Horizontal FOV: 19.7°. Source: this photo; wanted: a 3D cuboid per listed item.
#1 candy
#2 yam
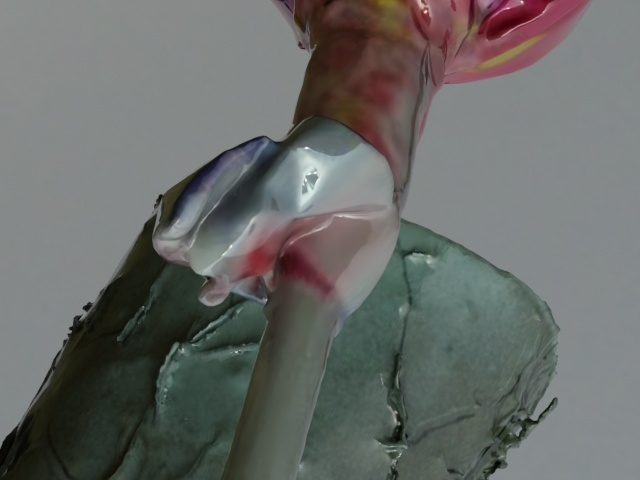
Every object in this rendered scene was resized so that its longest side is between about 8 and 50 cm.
[{"bbox_3d":[0.000,0.000,0.420,0.124,0.124,0.365,-27,-141,49],"label":"candy"},{"bbox_3d":[-0.058,0.155,0.885,0.348,0.241,0.241,-58,-156,-17],"label":"yam"}]
